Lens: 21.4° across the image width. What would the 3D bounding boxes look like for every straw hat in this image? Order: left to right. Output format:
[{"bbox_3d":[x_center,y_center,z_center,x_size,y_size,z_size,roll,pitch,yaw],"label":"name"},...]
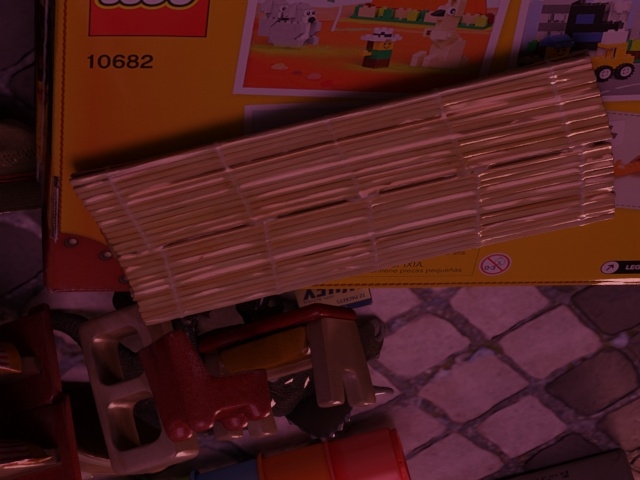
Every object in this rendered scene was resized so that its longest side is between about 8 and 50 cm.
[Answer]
[{"bbox_3d":[-0.230,-0.055,1.197,0.144,0.144,0.061,-5,96,-6],"label":"straw hat"}]

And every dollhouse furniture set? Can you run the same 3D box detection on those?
[{"bbox_3d":[-0.178,0.093,1.208,0.374,0.152,0.201,-19,168,22],"label":"dollhouse furniture set"}]

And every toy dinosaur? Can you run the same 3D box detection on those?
[{"bbox_3d":[-0.086,0.104,1.359,0.313,0.121,0.160,-8,124,-9],"label":"toy dinosaur"}]

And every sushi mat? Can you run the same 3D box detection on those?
[{"bbox_3d":[0.021,-0.028,1.030,0.316,0.019,0.151,-13,138,4],"label":"sushi mat"}]

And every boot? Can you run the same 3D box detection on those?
[{"bbox_3d":[-0.237,0.201,1.461,0.213,0.077,0.165,6,134,-10],"label":"boot"}]

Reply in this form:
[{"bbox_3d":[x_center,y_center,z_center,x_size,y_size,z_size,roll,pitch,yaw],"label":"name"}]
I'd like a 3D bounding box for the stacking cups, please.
[{"bbox_3d":[-0.076,0.238,1.520,0.316,0.096,0.096,-17,136,5],"label":"stacking cups"}]

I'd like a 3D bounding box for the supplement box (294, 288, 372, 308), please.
[{"bbox_3d":[0.000,0.000,1.290,0.056,0.083,0.083,-14,137,3],"label":"supplement box"}]

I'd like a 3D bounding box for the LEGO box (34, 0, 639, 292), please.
[{"bbox_3d":[0.073,-0.160,1.057,0.500,0.193,0.372,0,136,-11],"label":"LEGO box"}]

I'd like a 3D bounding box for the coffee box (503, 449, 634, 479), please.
[{"bbox_3d":[0.259,0.329,1.675,0.141,0.098,0.246,-15,137,5],"label":"coffee box"}]
